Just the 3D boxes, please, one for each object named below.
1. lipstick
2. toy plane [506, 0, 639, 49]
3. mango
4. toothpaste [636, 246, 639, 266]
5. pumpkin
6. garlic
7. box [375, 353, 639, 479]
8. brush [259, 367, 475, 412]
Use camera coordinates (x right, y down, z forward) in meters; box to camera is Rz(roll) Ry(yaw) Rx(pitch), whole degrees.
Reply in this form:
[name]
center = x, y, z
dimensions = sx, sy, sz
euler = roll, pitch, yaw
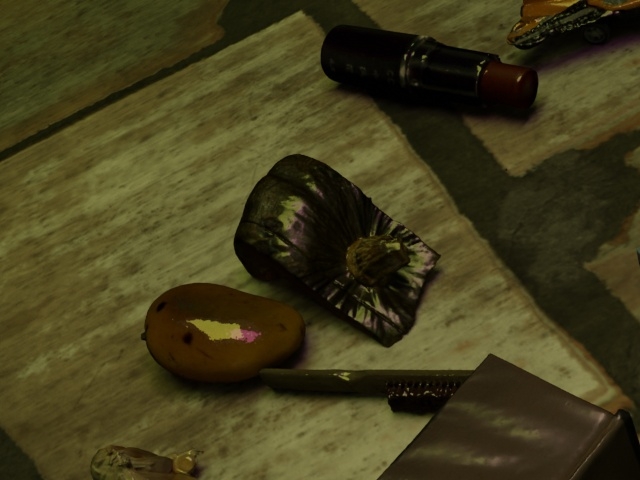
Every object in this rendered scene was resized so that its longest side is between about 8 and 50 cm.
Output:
[lipstick]
center = 0.131, -0.207, 1.852
dimensions = 0.299, 0.081, 0.081
euler = 15, 54, 37
[toy plane]
center = 0.390, -0.297, 1.822
dimensions = 0.316, 0.103, 0.204
euler = 5, 50, 20
[mango]
center = -0.108, 0.101, 1.634
dimensions = 0.178, 0.090, 0.115
euler = 13, 45, 25
[toothpaste]
center = 0.450, -0.022, 1.531
dimensions = 0.272, 0.053, 0.066
euler = -29, 37, -5
[pumpkin]
center = 0.003, -0.001, 1.658
dimensions = 0.248, 0.126, 0.131
euler = 20, 59, 38
[garlic]
center = -0.176, 0.240, 1.524
dimensions = 0.113, 0.094, 0.074
euler = 6, 89, 23
[box]
center = 0.144, 0.251, 1.280
dimensions = 0.153, 0.188, 0.252
euler = 25, 62, 41
[brush]
center = 0.051, 0.149, 1.540
dimensions = 0.248, 0.043, 0.036
euler = 0, 53, 25
